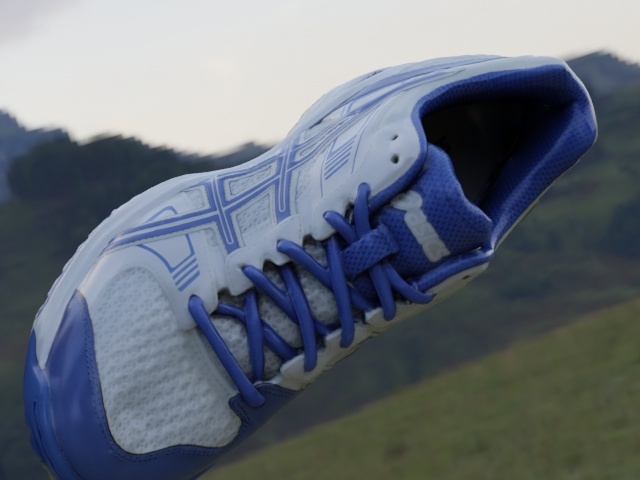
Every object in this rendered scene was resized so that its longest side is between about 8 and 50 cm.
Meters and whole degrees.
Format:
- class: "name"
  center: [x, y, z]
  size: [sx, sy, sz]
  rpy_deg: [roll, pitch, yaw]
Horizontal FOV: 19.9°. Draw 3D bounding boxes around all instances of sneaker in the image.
- class: "sneaker"
  center: [0.000, 0.000, 0.781]
  size: [0.296, 0.112, 0.131]
  rpy_deg: [-43, 18, -32]
